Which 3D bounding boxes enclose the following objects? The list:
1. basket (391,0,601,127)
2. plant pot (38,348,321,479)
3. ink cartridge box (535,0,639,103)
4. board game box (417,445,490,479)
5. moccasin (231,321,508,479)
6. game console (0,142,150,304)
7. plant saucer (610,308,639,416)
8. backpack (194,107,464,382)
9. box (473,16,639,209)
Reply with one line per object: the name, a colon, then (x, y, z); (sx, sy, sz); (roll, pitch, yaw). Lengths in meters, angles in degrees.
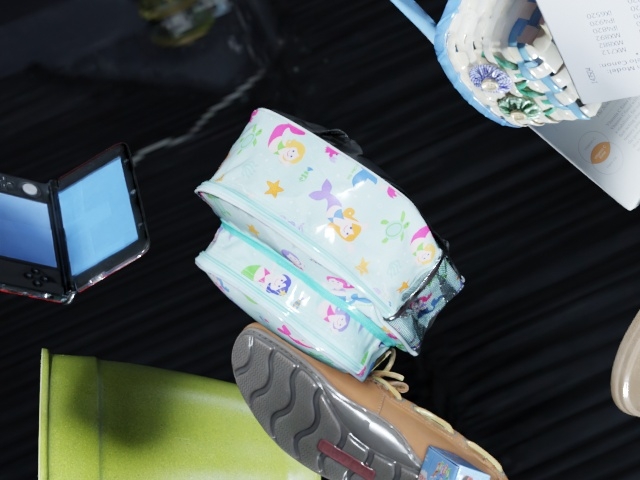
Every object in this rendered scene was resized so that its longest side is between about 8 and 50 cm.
basket: (0.234, -0.273, 1.630); (0.255, 0.201, 0.289); (36, 172, -38)
plant pot: (-0.190, 0.326, 1.622); (0.366, 0.353, 0.366); (-179, 90, -78)
ink cartridge box: (0.272, -0.274, 1.009); (0.272, 0.130, 0.309); (54, -138, -41)
board game box: (0.107, 0.323, 1.256); (0.160, 0.039, 0.211); (159, 129, -84)
moccasin: (0.059, 0.217, 1.496); (0.147, 0.380, 0.139); (-35, -32, -57)
game console: (-0.225, -0.026, 1.041); (0.124, 0.085, 0.144); (15, -144, -31)
plant saucer: (0.453, 0.104, 1.443); (0.041, 0.278, 0.278); (44, 165, 38)
backpack: (0.000, 0.000, 1.144); (0.225, 0.191, 0.253); (34, 168, 26)
box: (0.416, -0.247, 1.837); (0.345, 0.215, 0.168); (43, -149, 13)
